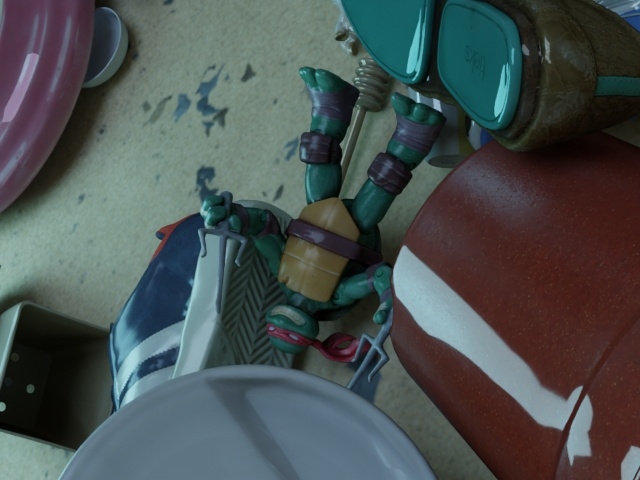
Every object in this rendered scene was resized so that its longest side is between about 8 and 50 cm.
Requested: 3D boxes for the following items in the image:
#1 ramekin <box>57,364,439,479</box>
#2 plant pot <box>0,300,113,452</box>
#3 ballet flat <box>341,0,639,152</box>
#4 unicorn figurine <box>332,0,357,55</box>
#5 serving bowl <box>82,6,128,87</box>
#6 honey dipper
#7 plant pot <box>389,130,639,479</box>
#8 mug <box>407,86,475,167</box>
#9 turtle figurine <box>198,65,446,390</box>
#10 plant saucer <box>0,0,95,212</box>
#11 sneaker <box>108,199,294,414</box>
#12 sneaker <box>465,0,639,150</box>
[{"bbox_3d":[-0.052,0.223,0.934,0.273,0.127,0.272,3,74,-9],"label":"ramekin"},{"bbox_3d":[-0.246,0.120,1.225,0.096,0.109,0.109,-8,65,49],"label":"plant pot"},{"bbox_3d":[0.114,-0.141,0.920,0.342,0.124,0.116,-131,44,-64],"label":"ballet flat"},{"bbox_3d":[0.032,-0.216,1.197,0.162,0.060,0.111,-10,63,16],"label":"unicorn figurine"},{"bbox_3d":[-0.215,-0.183,1.385,0.083,0.027,0.083,-17,60,32],"label":"serving bowl"},{"bbox_3d":[0.022,-0.068,1.151,0.030,0.030,0.160,10,79,40],"label":"honey dipper"},{"bbox_3d":[0.189,0.069,0.819,0.272,0.272,0.265,-54,41,5],"label":"plant pot"},{"bbox_3d":[0.103,-0.091,1.078,0.078,0.062,0.064,-12,71,41],"label":"mug"},{"bbox_3d":[0.000,0.000,1.044,0.175,0.118,0.234,20,87,4],"label":"turtle figurine"},{"bbox_3d":[-0.363,-0.169,1.434,0.332,0.084,0.332,-21,58,36],"label":"plant saucer"},{"bbox_3d":[-0.117,0.138,1.109,0.148,0.131,0.350,-1,64,45],"label":"sneaker"},{"bbox_3d":[0.195,-0.118,1.001,0.211,0.080,0.081,-34,54,18],"label":"sneaker"}]
